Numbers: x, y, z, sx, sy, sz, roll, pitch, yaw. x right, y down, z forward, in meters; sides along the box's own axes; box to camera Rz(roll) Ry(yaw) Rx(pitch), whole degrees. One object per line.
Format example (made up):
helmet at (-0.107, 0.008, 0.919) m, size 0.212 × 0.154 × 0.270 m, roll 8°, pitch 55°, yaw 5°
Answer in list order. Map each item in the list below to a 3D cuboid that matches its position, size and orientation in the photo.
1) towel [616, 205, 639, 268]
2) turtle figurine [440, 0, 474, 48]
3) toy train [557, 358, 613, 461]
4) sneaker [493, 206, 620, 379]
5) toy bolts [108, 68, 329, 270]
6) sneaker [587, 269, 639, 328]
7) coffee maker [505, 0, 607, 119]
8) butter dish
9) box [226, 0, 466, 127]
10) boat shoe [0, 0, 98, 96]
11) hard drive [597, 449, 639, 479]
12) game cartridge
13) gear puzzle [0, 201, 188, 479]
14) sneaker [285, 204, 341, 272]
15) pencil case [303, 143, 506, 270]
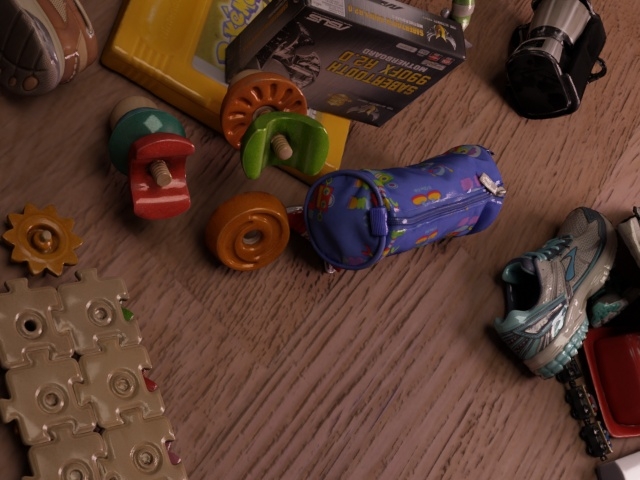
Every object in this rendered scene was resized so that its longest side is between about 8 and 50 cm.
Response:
towel at (0.527, 0.091, 1.747) m, size 0.324 × 0.056 × 0.312 m, roll 61°, pitch 18°, yaw 5°
turtle figurine at (0.118, -0.364, 1.691) m, size 0.266 × 0.274 × 0.198 m, roll -9°, pitch 89°, yaw -24°
toy train at (0.358, 0.223, 1.673) m, size 0.036 × 0.027 × 0.158 m, roll -7°, pitch 72°, yaw -50°
sneaker at (0.318, 0.044, 1.676) m, size 0.122 × 0.110 × 0.283 m, roll 36°, pitch 51°, yaw -13°
toy bolts at (-0.134, -0.092, 1.406) m, size 0.228 × 0.218 × 0.158 m, roll -1°, pitch 36°, yaw -24°
sneaker at (0.397, 0.074, 1.739) m, size 0.076 × 0.065 × 0.166 m, roll 52°, pitch 22°, yaw 9°
coffee maker at (0.365, -0.265, 1.851) m, size 0.171 × 0.120 × 0.178 m, roll 41°, pitch 51°, yaw -15°
butter dish at (0.463, 0.183, 1.708) m, size 0.160 × 0.118 × 0.160 m, roll 2°, pitch 67°, yaw -37°
box at (0.029, -0.225, 1.476) m, size 0.231 × 0.183 × 0.056 m, roll 14°, pitch 60°, yaw -31°
boat shoe at (-0.354, -0.312, 1.353) m, size 0.116 × 0.123 × 0.324 m, roll -29°, pitch 94°, yaw -48°
hard drive at (0.550, 0.384, 1.724) m, size 0.353 × 0.047 × 0.233 m, roll -8°, pitch 74°, yaw -39°
game cartridge at (-0.091, -0.257, 1.555) m, size 0.323 × 0.052 × 0.285 m, roll 30°, pitch 54°, yaw -24°
gear puzzle at (-0.263, 0.118, 1.257) m, size 0.175 × 0.044 × 0.339 m, roll -9°, pitch 71°, yaw -37°
sneaker at (0.000, 0.000, 1.503) m, size 0.118 × 0.042 × 0.067 m, roll 16°, pitch 57°, yaw -33°
pencil case at (0.116, -0.045, 1.522) m, size 0.306 × 0.133 × 0.119 m, roll -15°, pitch 100°, yaw -50°
